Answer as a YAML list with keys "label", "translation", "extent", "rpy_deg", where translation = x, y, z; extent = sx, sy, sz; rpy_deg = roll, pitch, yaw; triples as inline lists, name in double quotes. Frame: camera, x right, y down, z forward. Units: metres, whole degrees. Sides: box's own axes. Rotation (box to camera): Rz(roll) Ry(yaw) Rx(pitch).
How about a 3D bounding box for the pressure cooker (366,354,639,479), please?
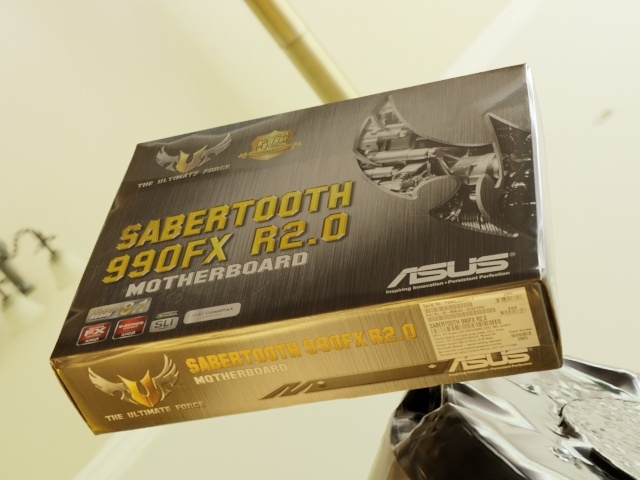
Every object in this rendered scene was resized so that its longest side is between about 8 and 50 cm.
- label: "pressure cooker"
  translation: [0.155, 0.312, 0.685]
  extent: [0.375, 0.370, 0.420]
  rpy_deg: [-118, -133, -74]

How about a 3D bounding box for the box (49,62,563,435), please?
- label: "box"
  translation: [0.000, 0.000, 0.592]
  extent: [0.231, 0.056, 0.183]
  rpy_deg: [-10, -143, 16]
